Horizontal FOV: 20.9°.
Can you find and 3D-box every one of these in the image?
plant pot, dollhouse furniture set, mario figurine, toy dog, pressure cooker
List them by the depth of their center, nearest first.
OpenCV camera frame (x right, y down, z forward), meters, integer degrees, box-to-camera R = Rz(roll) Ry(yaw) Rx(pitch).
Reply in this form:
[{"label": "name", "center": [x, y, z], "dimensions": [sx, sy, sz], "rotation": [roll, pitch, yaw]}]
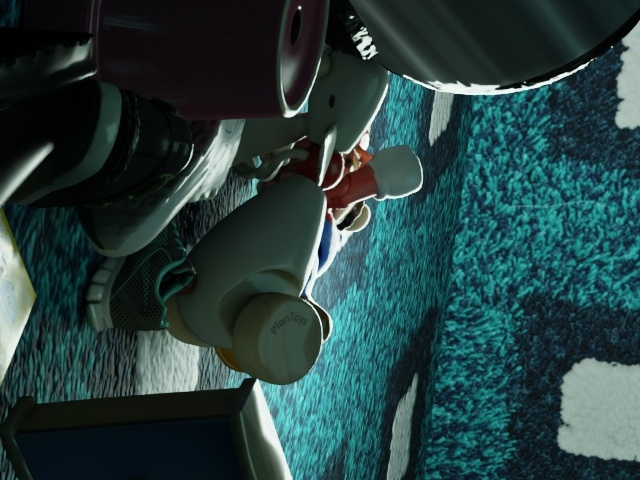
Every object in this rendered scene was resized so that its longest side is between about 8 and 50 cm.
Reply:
[{"label": "dollhouse furniture set", "center": [-0.146, 0.284, 1.222], "dimensions": [0.303, 0.198, 0.286], "rotation": [-64, 142, -55]}, {"label": "plant pot", "center": [-0.096, -0.168, 1.278], "dimensions": [0.201, 0.180, 0.201], "rotation": [11, 90, -78]}, {"label": "pressure cooker", "center": [0.090, -0.362, 1.447], "dimensions": [0.420, 0.370, 0.375], "rotation": [39, 59, -55]}, {"label": "toy dog", "center": [-0.063, -0.037, 1.589], "dimensions": [0.161, 0.220, 0.334], "rotation": [31, 58, -43]}, {"label": "mario figurine", "center": [0.000, 0.000, 1.799], "dimensions": [0.170, 0.198, 0.320], "rotation": [82, 20, -47]}]

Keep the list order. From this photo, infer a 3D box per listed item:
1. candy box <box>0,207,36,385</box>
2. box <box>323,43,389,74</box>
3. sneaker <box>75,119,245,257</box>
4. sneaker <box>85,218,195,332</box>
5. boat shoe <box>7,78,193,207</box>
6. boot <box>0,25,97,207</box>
[{"label": "candy box", "center": [-0.238, 0.020, 1.162], "dimensions": [0.206, 0.027, 0.105], "rotation": [82, 19, -55]}, {"label": "box", "center": [0.041, -0.304, 1.830], "dimensions": [0.169, 0.087, 0.290], "rotation": [-33, 140, -61]}, {"label": "sneaker", "center": [-0.112, -0.075, 1.421], "dimensions": [0.297, 0.111, 0.129], "rotation": [-63, 155, -48]}, {"label": "sneaker", "center": [-0.138, 0.013, 1.474], "dimensions": [0.065, 0.076, 0.166], "rotation": [82, 22, -56]}, {"label": "boat shoe", "center": [-0.152, -0.057, 1.130], "dimensions": [0.228, 0.068, 0.081], "rotation": [0, -103, 65]}, {"label": "boot", "center": [-0.234, 0.026, 0.952], "dimensions": [0.348, 0.131, 0.260], "rotation": [-43, 139, -61]}]
